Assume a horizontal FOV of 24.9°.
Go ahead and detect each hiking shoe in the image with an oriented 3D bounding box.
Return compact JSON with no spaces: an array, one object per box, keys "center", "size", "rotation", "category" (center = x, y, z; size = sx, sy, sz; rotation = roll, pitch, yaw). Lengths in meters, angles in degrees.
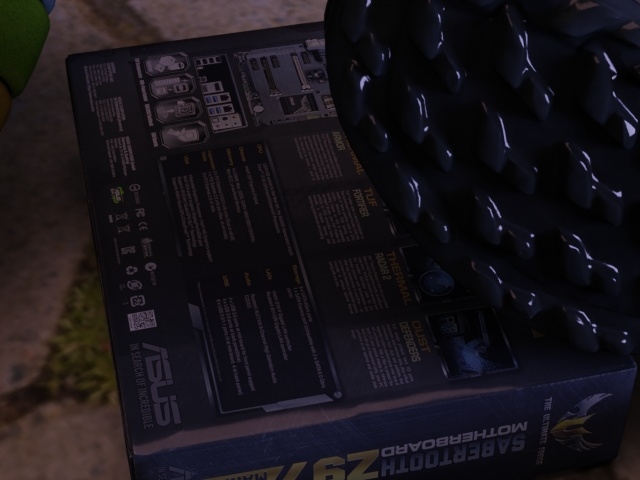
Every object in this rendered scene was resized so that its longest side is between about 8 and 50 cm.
[{"center":[0.125,-0.024,0.525],"size":[0.304,0.113,0.132],"rotation":[28,25,-22],"category":"hiking shoe"}]

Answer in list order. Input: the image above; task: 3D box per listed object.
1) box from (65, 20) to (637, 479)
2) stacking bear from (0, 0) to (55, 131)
[{"center":[0.000,0.000,0.590],"size":[0.183,0.059,0.232],"rotation":[-10,46,-9],"category":"box"},{"center":[-0.187,-0.068,0.563],"size":[0.175,0.164,0.289],"rotation":[11,81,5],"category":"stacking bear"}]
